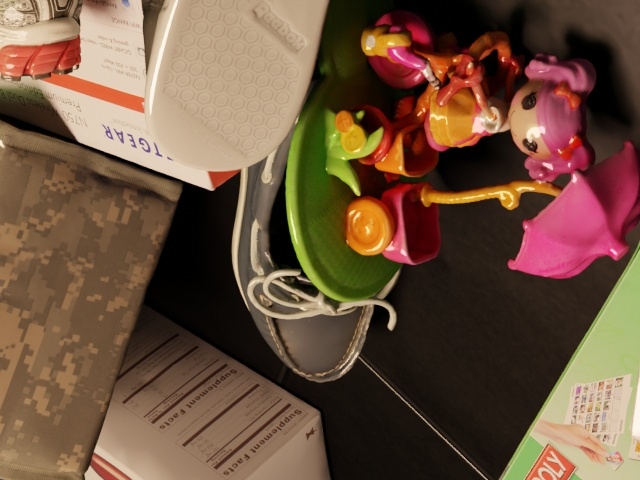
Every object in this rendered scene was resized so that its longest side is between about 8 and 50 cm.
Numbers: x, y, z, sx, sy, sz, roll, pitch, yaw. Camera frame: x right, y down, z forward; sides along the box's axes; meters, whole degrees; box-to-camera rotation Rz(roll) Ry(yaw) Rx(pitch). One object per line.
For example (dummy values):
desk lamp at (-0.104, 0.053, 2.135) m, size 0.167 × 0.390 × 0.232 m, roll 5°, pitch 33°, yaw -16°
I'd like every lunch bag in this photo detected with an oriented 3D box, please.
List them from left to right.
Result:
lunch bag at (-0.250, 0.027, 0.988) m, size 0.169 × 0.235 × 0.287 m, roll 19°, pitch 180°, yaw -33°

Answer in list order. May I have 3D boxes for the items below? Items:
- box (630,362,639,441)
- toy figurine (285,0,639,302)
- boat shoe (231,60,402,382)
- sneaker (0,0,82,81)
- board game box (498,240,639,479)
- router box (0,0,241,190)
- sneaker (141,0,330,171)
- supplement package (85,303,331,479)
box at (0.276, 0.090, 0.491) m, size 0.324 × 0.063 × 0.067 m, roll 18°, pitch 120°, yaw 33°
toy figurine at (0.083, -0.046, 0.647) m, size 0.159 × 0.130 × 0.173 m, roll 6°, pitch 103°, yaw 34°
boat shoe at (0.000, 0.000, 0.783) m, size 0.079 × 0.095 × 0.254 m, roll -109°, pitch 17°, yaw -48°
sneaker at (-0.205, -0.178, 0.745) m, size 0.225 × 0.088 × 0.092 m, roll 34°, pitch 124°, yaw 27°
board game box at (0.211, 0.145, 0.705) m, size 0.213 × 0.046 × 0.317 m, roll 42°, pitch 148°, yaw 18°
router box at (-0.184, -0.212, 0.826) m, size 0.335 × 0.082 × 0.301 m, roll 21°, pitch 138°, yaw 41°
sneaker at (-0.022, -0.190, 0.611) m, size 0.147 × 0.104 × 0.296 m, roll -109°, pitch 37°, yaw -49°
supplement package at (-0.122, 0.169, 1.087) m, size 0.244 × 0.134 × 0.139 m, roll 27°, pitch 141°, yaw 36°
